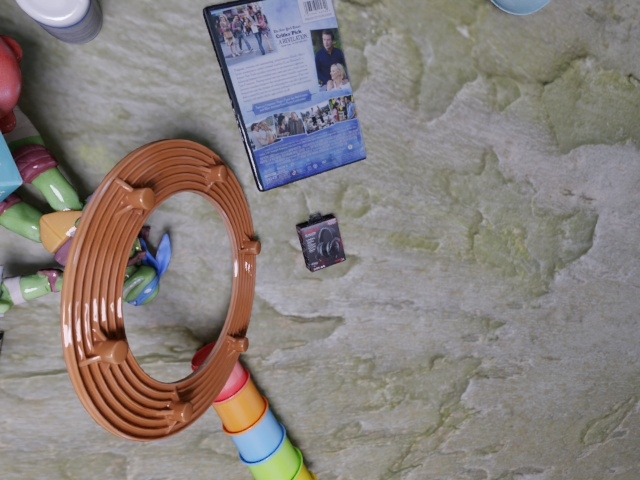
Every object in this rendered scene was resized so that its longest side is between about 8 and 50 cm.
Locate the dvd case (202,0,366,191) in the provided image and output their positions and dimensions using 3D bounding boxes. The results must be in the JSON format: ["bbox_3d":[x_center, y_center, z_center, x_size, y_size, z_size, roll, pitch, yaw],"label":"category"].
[{"bbox_3d":[-0.042,-0.216,0.602,0.180,0.022,0.253,-20,109,-14],"label":"dvd case"}]

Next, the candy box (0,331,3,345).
[{"bbox_3d":[-0.467,0.154,0.437,0.164,0.196,0.070,14,97,-23],"label":"candy box"}]

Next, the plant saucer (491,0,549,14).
[{"bbox_3d":[0.311,-0.462,0.665,0.194,0.037,0.195,-5,105,-20],"label":"plant saucer"}]

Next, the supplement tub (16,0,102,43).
[{"bbox_3d":[-0.283,-0.260,0.454,0.071,0.107,0.071,-5,104,-20],"label":"supplement tub"}]

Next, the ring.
[{"bbox_3d":[-0.144,0.053,0.486,0.032,0.336,0.337,2,105,16],"label":"ring"}]

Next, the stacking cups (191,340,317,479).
[{"bbox_3d":[-0.111,0.307,0.666,0.096,0.096,0.316,-31,110,-11],"label":"stacking cups"}]

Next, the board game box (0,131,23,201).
[{"bbox_3d":[-0.440,0.008,0.297,0.336,0.254,0.079,-25,90,26],"label":"board game box"}]

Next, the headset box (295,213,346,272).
[{"bbox_3d":[0.000,0.000,0.664,0.062,0.032,0.083,-18,110,-15],"label":"headset box"}]

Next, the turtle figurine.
[{"bbox_3d":[-0.310,-0.002,0.441,0.266,0.198,0.275,49,48,-8],"label":"turtle figurine"}]

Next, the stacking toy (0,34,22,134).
[{"bbox_3d":[-0.366,-0.258,0.382,0.130,0.279,0.309,7,98,-55],"label":"stacking toy"}]
